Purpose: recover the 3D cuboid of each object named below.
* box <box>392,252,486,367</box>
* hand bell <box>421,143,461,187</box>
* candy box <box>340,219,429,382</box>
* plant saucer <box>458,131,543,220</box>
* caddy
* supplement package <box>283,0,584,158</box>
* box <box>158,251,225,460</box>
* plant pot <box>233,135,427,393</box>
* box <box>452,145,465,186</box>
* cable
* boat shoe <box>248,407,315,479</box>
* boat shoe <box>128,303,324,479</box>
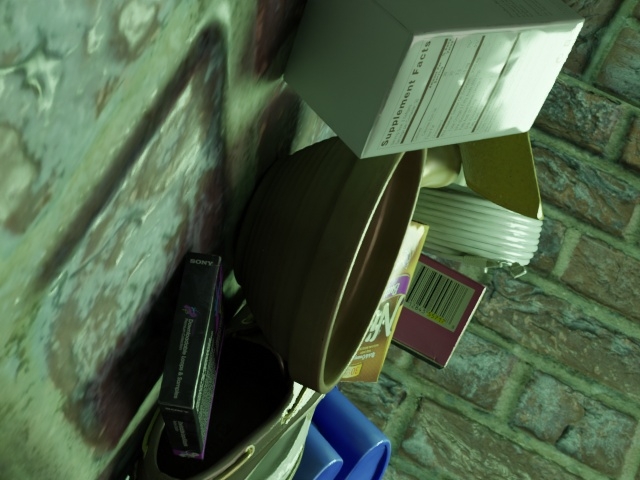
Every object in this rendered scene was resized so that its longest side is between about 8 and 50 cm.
[{"bbox_3d":[0.098,0.073,1.462,0.117,0.213,0.243,-62,172,-5],"label":"box"},{"bbox_3d":[0.041,-0.042,1.217,0.242,0.126,0.126,-45,164,-30],"label":"hand bell"},{"bbox_3d":[0.045,0.058,1.160,0.109,0.053,0.187,12,98,-56],"label":"candy box"},{"bbox_3d":[0.196,-0.189,1.285,0.333,0.081,0.333,-21,100,-77],"label":"plant saucer"},{"bbox_3d":[-0.058,0.341,1.500,0.241,0.179,0.341,-8,128,-53],"label":"caddy"},{"bbox_3d":[0.082,-0.140,0.788,0.179,0.105,0.105,-12,138,-37],"label":"supplement package"},{"bbox_3d":[-0.095,0.092,0.824,0.162,0.029,0.116,101,-3,-65],"label":"box"},{"bbox_3d":[0.000,0.000,0.918,0.237,0.109,0.237,21,90,-77],"label":"plant pot"},{"bbox_3d":[0.198,-0.177,1.627,0.148,0.121,0.311,-55,169,-45],"label":"box"},{"bbox_3d":[0.170,-0.034,1.460,0.257,0.257,0.089,-19,126,-76],"label":"cable"},{"bbox_3d":[-0.047,0.157,1.224,0.103,0.113,0.302,107,2,-46],"label":"boat shoe"},{"bbox_3d":[-0.059,0.122,0.989,0.324,0.116,0.097,-50,169,-36],"label":"boat shoe"}]
